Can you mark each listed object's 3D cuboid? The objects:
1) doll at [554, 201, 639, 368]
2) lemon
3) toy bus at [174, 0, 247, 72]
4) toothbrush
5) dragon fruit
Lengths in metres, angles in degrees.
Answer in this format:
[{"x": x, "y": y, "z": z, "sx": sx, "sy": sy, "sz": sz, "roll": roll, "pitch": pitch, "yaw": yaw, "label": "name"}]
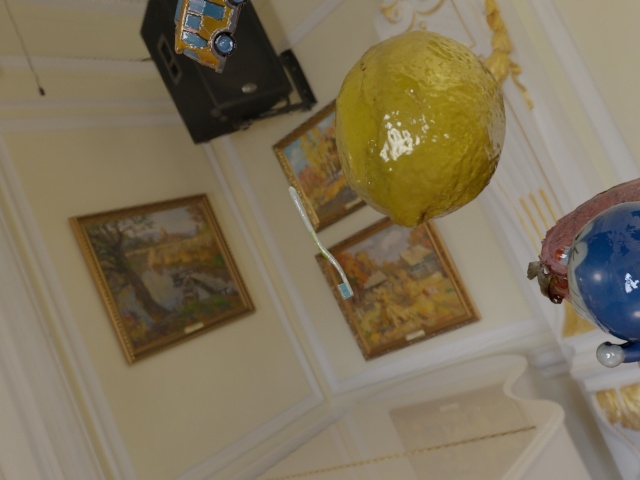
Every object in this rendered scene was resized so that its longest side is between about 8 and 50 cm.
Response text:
[{"x": 0.400, "y": 0.061, "z": 0.735, "sx": 0.161, "sy": 0.257, "sz": 0.215, "roll": 12, "pitch": 62, "yaw": 52, "label": "doll"}, {"x": 0.116, "y": -0.137, "z": 0.717, "sx": 0.203, "sy": 0.260, "sz": 0.204, "roll": 4, "pitch": -24, "yaw": 2, "label": "lemon"}, {"x": -0.237, "y": -0.475, "z": 1.278, "sx": 0.136, "sy": 0.210, "sz": 0.126, "roll": 13, "pitch": 10, "yaw": -16, "label": "toy bus"}, {"x": 0.000, "y": 0.000, "z": 1.217, "sx": 0.026, "sy": 0.263, "sz": 0.022, "roll": -25, "pitch": -14, "yaw": -9, "label": "toothbrush"}, {"x": 0.574, "y": 0.060, "z": 1.027, "sx": 0.314, "sy": 0.263, "sz": 0.296, "roll": -24, "pitch": 19, "yaw": 50, "label": "dragon fruit"}]
